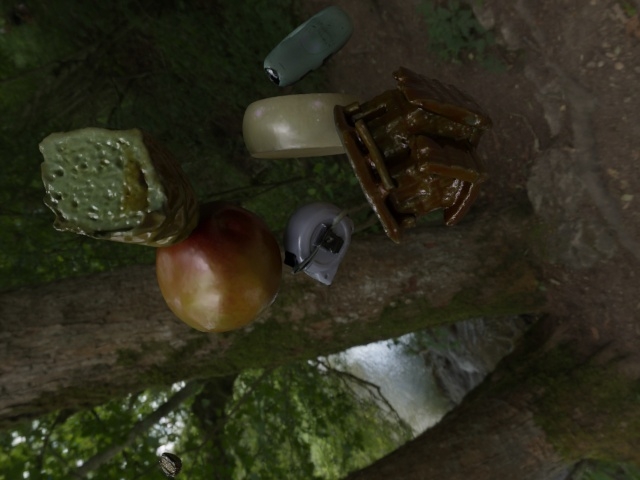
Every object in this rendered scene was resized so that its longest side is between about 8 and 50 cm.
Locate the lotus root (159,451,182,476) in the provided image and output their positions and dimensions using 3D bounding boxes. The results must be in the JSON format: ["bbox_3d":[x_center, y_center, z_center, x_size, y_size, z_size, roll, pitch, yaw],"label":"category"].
[{"bbox_3d":[-0.357,0.540,1.048,0.083,0.030,0.038,1,78,48],"label":"lotus root"}]

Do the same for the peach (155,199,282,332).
[{"bbox_3d":[-0.234,0.056,1.018,0.332,0.307,0.308,109,143,-50],"label":"peach"}]

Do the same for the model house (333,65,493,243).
[{"bbox_3d":[0.162,-0.152,0.698,0.220,0.229,0.199,55,-168,-32],"label":"model house"}]

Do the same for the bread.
[{"bbox_3d":[-0.341,-0.087,0.771,0.239,0.195,0.252,63,179,8],"label":"bread"}]

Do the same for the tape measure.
[{"bbox_3d":[-0.004,0.001,1.056,0.105,0.178,0.196,23,91,48],"label":"tape measure"}]

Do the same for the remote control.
[{"bbox_3d":[-0.018,-0.424,0.944,0.097,0.256,0.045,45,163,-10],"label":"remote control"}]

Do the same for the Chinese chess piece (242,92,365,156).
[{"bbox_3d":[-0.028,-0.231,0.905,0.273,0.273,0.102,-164,69,-71],"label":"Chinese chess piece"}]
